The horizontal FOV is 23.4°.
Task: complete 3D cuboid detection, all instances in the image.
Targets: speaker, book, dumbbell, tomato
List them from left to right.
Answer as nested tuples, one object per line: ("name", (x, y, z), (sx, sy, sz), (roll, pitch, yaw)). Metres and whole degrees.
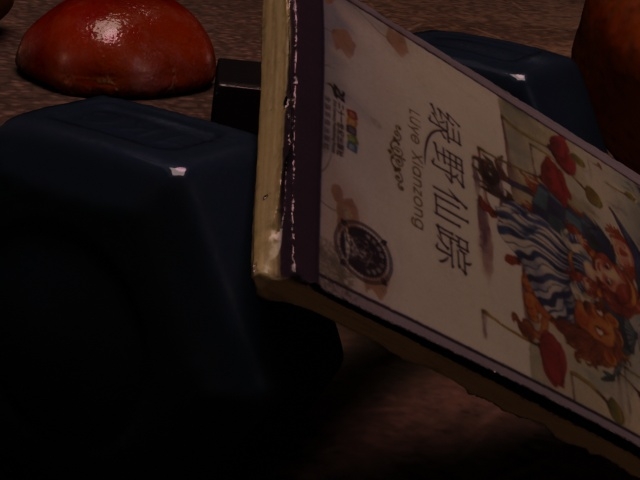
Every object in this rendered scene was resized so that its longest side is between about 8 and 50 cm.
("tomato", (-0.159, -0.161, 1.193), (0.155, 0.069, 0.155), (5, 17, -2))
("dumbbell", (0.000, 0.000, 0.645), (0.144, 0.160, 0.325), (-20, -1, 38))
("speaker", (0.033, -0.087, 1.070), (0.218, 0.044, 0.082), (5, 19, -4))
("book", (0.074, 0.000, 0.573), (0.231, 0.026, 0.157), (29, 42, -28))

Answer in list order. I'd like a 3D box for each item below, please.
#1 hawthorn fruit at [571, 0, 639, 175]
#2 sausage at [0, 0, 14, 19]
("hawthorn fruit", (0.274, -0.103, 0.953), (0.210, 0.211, 0.262), (1, 27, -15))
("sausage", (-0.304, -0.186, 1.198), (0.086, 0.086, 0.289), (6, 17, 1))
